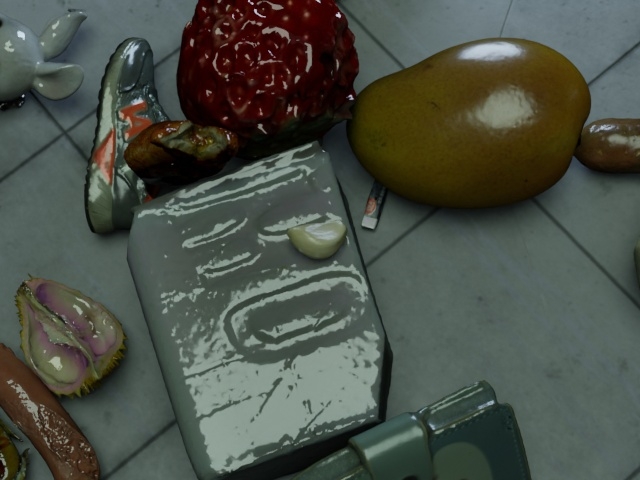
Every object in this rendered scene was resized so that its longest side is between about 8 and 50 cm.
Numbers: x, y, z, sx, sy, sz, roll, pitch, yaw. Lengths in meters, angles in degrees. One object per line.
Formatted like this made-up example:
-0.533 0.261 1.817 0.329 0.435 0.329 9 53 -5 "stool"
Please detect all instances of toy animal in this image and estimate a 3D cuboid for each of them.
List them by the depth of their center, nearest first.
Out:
-0.545 -0.313 2.001 0.325 0.154 0.208 0 61 -7 "toy animal"

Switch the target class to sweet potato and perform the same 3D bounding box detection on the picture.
0.539 -0.135 1.925 0.292 0.097 0.097 12 70 6 "sweet potato"

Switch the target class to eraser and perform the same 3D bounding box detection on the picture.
0.089 -0.063 1.952 0.027 0.019 0.099 16 72 8 "eraser"

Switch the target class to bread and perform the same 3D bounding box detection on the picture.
-0.200 -0.135 1.766 0.139 0.269 0.095 1 80 -20 "bread"

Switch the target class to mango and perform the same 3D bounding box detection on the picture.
0.225 -0.177 1.891 0.378 0.221 0.264 -4 74 12 "mango"

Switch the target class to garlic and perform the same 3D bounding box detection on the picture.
0.000 -0.001 1.701 0.083 0.041 0.053 -13 58 -17 "garlic"

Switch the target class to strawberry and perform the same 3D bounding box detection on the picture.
-0.096 -0.306 1.865 0.295 0.317 0.345 -17 84 21 "strawberry"

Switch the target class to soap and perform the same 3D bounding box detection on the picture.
-0.073 0.118 1.791 0.350 0.213 0.435 -16 71 -5 "soap"

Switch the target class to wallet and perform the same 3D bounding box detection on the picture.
0.111 0.342 1.693 0.360 0.252 0.083 -25 40 -8 "wallet"

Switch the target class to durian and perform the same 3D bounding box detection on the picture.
-0.373 0.144 1.834 0.182 0.132 0.165 13 63 11 "durian"

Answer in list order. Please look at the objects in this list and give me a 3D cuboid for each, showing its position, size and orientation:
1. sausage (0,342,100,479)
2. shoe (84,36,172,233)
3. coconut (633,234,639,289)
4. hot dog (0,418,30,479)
-0.427 0.251 1.808 0.326 0.079 0.087 47 118 12 "sausage"
-0.268 -0.166 1.952 0.171 0.132 0.336 7 72 0 "shoe"
0.594 -0.002 1.794 0.245 0.245 0.247 26 79 11 "coconut"
-0.551 0.296 1.809 0.162 0.082 0.270 -44 75 -12 "hot dog"
